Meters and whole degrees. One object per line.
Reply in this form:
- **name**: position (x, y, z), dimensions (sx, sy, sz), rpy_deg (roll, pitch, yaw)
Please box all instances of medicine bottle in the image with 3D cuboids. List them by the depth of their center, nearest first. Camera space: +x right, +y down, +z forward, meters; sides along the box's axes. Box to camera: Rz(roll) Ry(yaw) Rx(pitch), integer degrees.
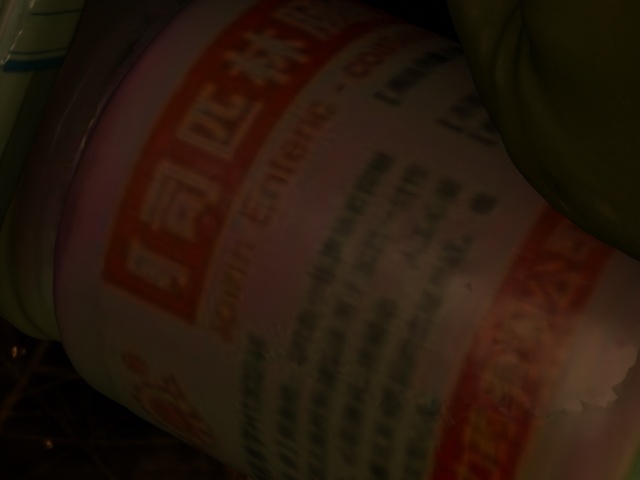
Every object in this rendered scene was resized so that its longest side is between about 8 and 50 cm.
- **medicine bottle**: position (0.000, 0.000, 0.883), dimensions (0.388, 0.219, 0.219), rpy_deg (27, 89, 24)

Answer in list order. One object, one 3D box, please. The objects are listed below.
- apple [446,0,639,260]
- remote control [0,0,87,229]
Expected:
- **apple**: position (0.173, -0.119, 0.657), dimensions (0.254, 0.292, 0.292), rpy_deg (-10, 74, -5)
- **remote control**: position (-0.158, -0.089, 0.806), dimensions (0.128, 0.065, 0.335), rpy_deg (30, 107, 25)
